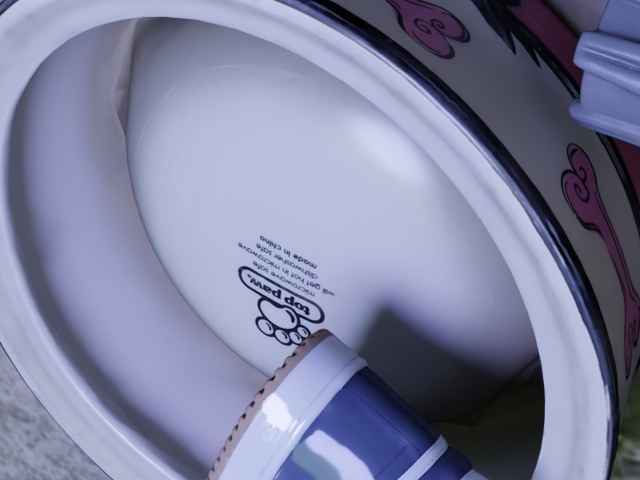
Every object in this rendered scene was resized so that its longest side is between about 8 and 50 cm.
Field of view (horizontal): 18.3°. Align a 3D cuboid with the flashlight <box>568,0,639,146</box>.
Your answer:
[{"bbox_3d":[0.259,-0.037,0.871,0.304,0.103,0.103,20,125,22],"label":"flashlight"}]

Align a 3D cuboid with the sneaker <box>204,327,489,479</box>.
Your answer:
[{"bbox_3d":[0.002,0.184,1.032,0.153,0.099,0.282,36,135,10],"label":"sneaker"}]

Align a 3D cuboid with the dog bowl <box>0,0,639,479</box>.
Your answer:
[{"bbox_3d":[0.000,0.000,1.069,0.408,0.150,0.408,20,134,23],"label":"dog bowl"}]
